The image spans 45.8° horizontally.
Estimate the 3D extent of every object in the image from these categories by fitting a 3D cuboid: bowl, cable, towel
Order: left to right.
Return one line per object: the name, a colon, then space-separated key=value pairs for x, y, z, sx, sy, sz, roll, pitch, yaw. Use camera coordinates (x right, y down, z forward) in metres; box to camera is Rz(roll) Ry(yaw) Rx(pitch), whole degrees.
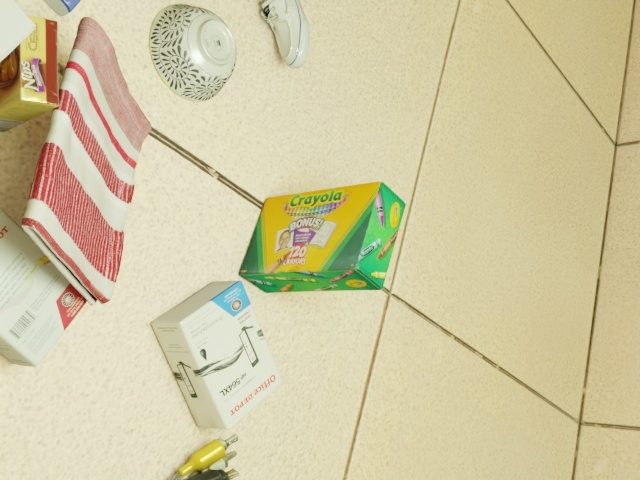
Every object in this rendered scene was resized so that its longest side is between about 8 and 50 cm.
towel: x=-0.309 y=-0.104 z=1.040 sx=0.237 sy=0.037 sz=0.328 roll=76 pitch=16 yaw=-60
cable: x=-0.246 y=0.408 z=1.197 sx=0.287 sy=0.072 sz=0.139 roll=-8 pitch=109 yaw=-35
bowl: x=-0.198 y=-0.329 z=1.288 sx=0.170 sy=0.080 sz=0.170 roll=8 pitch=79 yaw=-46

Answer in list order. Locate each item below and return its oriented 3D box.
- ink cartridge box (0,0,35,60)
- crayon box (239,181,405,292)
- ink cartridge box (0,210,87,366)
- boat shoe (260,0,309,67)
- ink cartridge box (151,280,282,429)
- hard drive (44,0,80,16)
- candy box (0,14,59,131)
ink cartridge box: x=-0.486 y=-0.232 z=0.857 sx=0.171 sy=0.233 sz=0.168 roll=52 pitch=49 yaw=-29
crayon box: x=0.000 y=0.000 z=1.318 sx=0.081 sy=0.279 sz=0.165 roll=38 pitch=59 yaw=-39
ink cartridge box: x=-0.418 y=0.065 z=1.013 sx=0.175 sy=0.072 sz=0.127 roll=53 pitch=51 yaw=-30
boat shoe: x=-0.080 y=-0.436 z=1.440 sx=0.076 sy=0.083 sz=0.226 roll=0 pitch=74 yaw=-35
ink cartridge box: x=-0.167 y=0.189 z=1.260 sx=0.148 sy=0.086 sz=0.203 roll=-36 pitch=111 yaw=-43
hard drive: x=-0.375 y=-0.525 z=1.148 sx=0.210 sy=0.040 sz=0.318 roll=47 pitch=54 yaw=-32
candy box: x=-0.400 y=-0.211 z=0.980 sx=0.053 sy=0.187 sz=0.109 roll=1 pitch=85 yaw=-44
